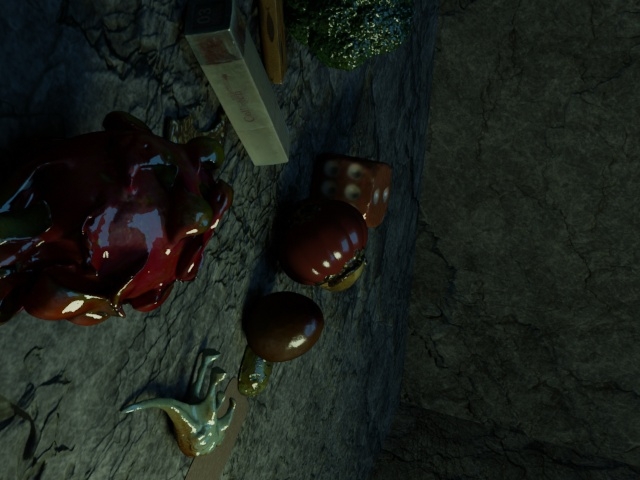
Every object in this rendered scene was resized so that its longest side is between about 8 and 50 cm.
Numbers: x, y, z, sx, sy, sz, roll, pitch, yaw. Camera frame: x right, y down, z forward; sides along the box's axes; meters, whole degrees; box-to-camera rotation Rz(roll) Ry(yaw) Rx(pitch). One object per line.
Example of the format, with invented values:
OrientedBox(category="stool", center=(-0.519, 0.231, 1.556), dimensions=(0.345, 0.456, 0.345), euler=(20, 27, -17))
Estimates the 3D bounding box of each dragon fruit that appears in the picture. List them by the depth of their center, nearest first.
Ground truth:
OrientedBox(category="dragon fruit", center=(-0.245, -0.012, 0.775), dimensions=(0.227, 0.243, 0.307), euler=(-38, -153, 52))

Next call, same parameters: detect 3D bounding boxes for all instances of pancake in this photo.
OrientedBox(category="pancake", center=(-0.205, -0.165, 1.150), dimensions=(0.190, 0.020, 0.184), euler=(65, 41, -64))

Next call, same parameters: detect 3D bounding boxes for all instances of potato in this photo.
OrientedBox(category="potato", center=(-0.130, 0.270, 1.609), dimensions=(0.119, 0.054, 0.198), euler=(79, 27, -43))

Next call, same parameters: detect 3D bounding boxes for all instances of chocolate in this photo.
OrientedBox(category="chocolate", center=(-0.075, 0.183, 1.522), dimensions=(0.177, 0.176, 0.177), euler=(12, 90, -73))

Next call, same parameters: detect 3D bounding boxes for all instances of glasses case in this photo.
OrientedBox(category="glasses case", center=(-0.092, -0.390, 1.320), dimensions=(0.064, 0.041, 0.170), euler=(-75, 166, -50))

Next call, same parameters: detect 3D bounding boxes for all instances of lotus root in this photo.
OrientedBox(category="lotus root", center=(0.048, 0.047, 1.846), dimensions=(0.140, 0.154, 0.257), euler=(64, 29, -30))

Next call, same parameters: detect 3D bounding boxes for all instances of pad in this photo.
OrientedBox(category="pad", center=(-0.223, 0.445, 1.515), dimensions=(0.176, 0.002, 0.266), euler=(78, 29, -52))

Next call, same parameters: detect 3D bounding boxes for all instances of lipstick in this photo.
OrientedBox(category="lipstick", center=(-0.130, -0.259, 1.197), dimensions=(0.371, 0.076, 0.080), euler=(65, 21, -61))

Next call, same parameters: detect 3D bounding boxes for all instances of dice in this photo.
OrientedBox(category="dice", center=(0.082, -0.133, 1.806), dimensions=(0.179, 0.174, 0.175), euler=(-7, 110, -73))

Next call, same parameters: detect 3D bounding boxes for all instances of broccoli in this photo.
OrientedBox(category="broccoli", center=(0.054, -0.498, 1.423), dimensions=(0.297, 0.297, 0.297), euler=(-163, -96, -76))

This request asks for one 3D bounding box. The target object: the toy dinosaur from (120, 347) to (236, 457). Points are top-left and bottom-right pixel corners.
OrientedBox(category="toy dinosaur", center=(-0.231, 0.310, 1.283), dimensions=(0.393, 0.092, 0.205), euler=(24, 83, -75))

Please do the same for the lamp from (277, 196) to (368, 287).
OrientedBox(category="lamp", center=(0.000, 0.000, 1.604), dimensions=(0.227, 0.227, 0.227), euler=(12, 90, -73))
